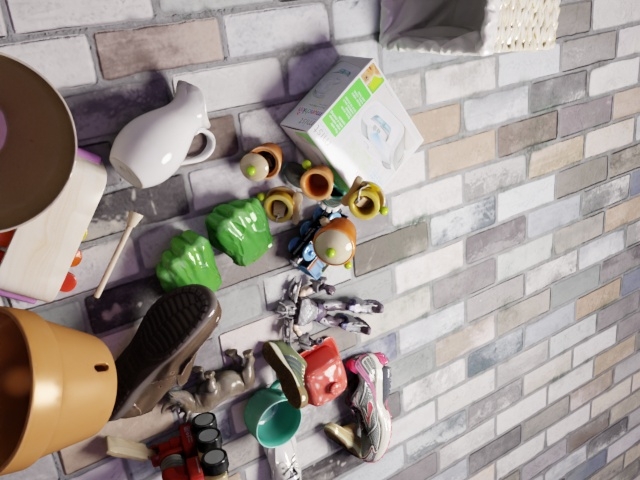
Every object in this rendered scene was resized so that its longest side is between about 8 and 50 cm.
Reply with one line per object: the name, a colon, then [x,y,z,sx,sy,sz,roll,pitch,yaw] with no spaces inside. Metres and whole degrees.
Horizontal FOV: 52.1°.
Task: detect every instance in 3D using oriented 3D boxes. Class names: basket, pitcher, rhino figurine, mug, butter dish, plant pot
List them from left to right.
plant pot: [-0.565,-0.169,1.060,0.284,0.191,0.284,-12,112,-32]
plant pot: [-0.519,0.270,1.208,0.203,0.290,0.291,12,99,-53]
pitcher: [-0.299,-0.185,1.293,0.207,0.125,0.178,-51,143,-23]
rhino figurine: [-0.257,0.344,1.523,0.243,0.073,0.106,-24,115,-24]
mug: [-0.116,0.423,1.630,0.158,0.097,0.129,-44,125,-15]
butter dish: [0.011,0.357,1.681,0.159,0.118,0.160,-27,120,-24]
basket: [0.336,-0.584,1.460,0.266,0.331,0.329,-11,112,-37]

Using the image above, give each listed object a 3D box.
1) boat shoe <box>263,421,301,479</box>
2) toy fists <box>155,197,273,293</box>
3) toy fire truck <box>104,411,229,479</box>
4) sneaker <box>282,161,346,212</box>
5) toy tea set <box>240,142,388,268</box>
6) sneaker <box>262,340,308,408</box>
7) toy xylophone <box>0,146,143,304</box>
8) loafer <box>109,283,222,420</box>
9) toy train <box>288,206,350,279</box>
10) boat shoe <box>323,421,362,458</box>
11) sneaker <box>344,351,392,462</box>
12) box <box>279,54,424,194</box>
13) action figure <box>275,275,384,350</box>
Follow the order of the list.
boat shoe: [-0.085,0.595,1.717,0.095,0.084,0.258,-20,116,-27]
toy fists: [-0.230,0.013,1.413,0.279,0.096,0.142,-38,139,-18]
toy fire truck: [-0.333,0.491,1.445,0.246,0.217,0.159,-13,113,-15]
sneaker: [-0.008,-0.133,1.502,0.166,0.076,0.065,32,65,-14]
toy tea set: [-0.032,-0.076,1.427,0.336,0.124,0.200,25,119,1]
sneaker: [-0.061,0.314,1.581,0.086,0.192,0.064,-3,133,-39]
toy xylophone: [-0.489,-0.014,1.234,0.236,0.081,0.323,34,86,-37]
loafer: [-0.325,0.235,1.383,0.366,0.134,0.130,-46,144,16]
toy train: [0.000,0.000,1.580,0.184,0.080,0.105,-52,135,-13]
boat shoe: [0.074,0.540,1.829,0.072,0.068,0.190,-58,138,-20]
sneaker: [0.122,0.457,1.794,0.111,0.121,0.299,-2,90,-22]
box: [0.075,-0.249,1.516,0.231,0.126,0.262,-49,127,-13]
action figure: [0.011,0.179,1.636,0.284,0.099,0.185,7,107,-33]
